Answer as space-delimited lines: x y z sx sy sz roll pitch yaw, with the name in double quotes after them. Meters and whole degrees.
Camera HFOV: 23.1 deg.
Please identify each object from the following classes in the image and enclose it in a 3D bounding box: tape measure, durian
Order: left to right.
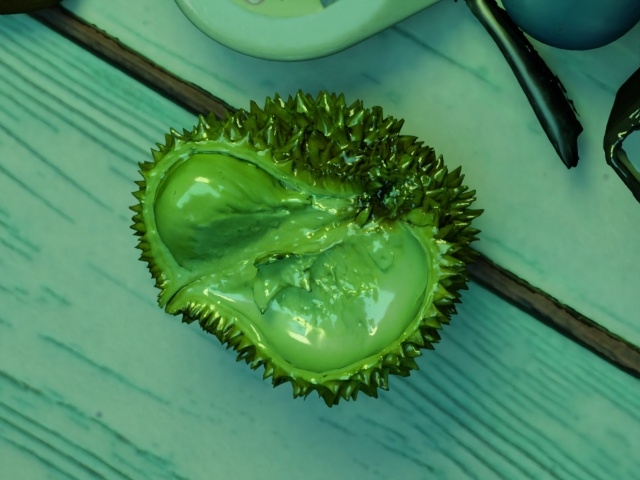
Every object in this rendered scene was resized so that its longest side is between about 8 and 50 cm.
-0.003 -0.002 1.086 0.237 0.176 0.200 21 119 18 "durian"
0.022 -0.173 1.093 0.215 0.098 0.351 -25 99 14 "tape measure"

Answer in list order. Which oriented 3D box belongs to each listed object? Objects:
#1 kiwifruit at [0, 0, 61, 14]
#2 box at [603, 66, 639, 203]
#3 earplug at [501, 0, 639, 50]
-0.237 -0.205 1.162 0.125 0.075 0.075 1 100 10 "kiwifruit"
0.323 -0.082 0.901 0.251 0.345 0.204 -44 89 16 "box"
0.193 -0.237 0.964 0.132 0.132 0.273 29 127 8 "earplug"
